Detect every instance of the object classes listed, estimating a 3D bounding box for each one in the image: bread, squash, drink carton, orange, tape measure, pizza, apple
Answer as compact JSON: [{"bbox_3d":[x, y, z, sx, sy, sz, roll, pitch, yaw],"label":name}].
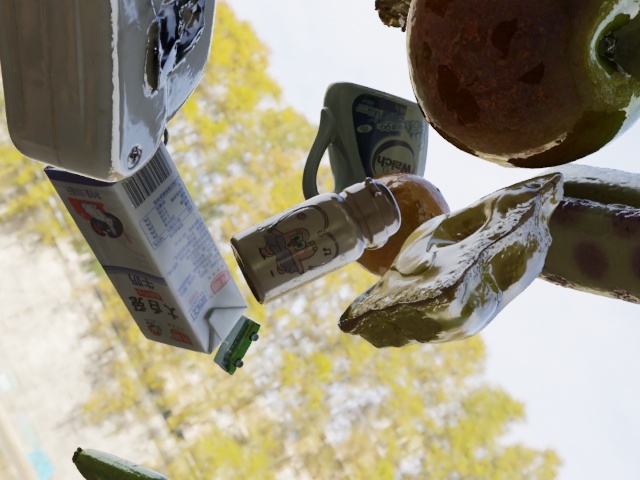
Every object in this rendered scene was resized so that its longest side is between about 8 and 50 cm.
[{"bbox_3d":[0.137,0.023,1.136,0.161,0.233,0.088,-9,-60,53],"label":"bread"},{"bbox_3d":[-0.300,0.363,1.841,0.201,0.066,0.066,20,-39,29],"label":"squash"},{"bbox_3d":[-0.220,0.002,1.585,0.131,0.106,0.315,10,-42,39],"label":"drink carton"},{"bbox_3d":[0.120,-0.023,1.900,0.177,0.178,0.155,58,-6,17],"label":"orange"},{"bbox_3d":[0.405,-0.004,1.598,0.338,0.187,0.155,15,-54,48],"label":"bread"},{"bbox_3d":[-0.171,-0.197,1.012,0.130,0.265,0.258,16,-47,13],"label":"tape measure"},{"bbox_3d":[0.144,-0.412,2.121,0.182,0.062,0.161,25,-13,-17],"label":"pizza"},{"bbox_3d":[0.285,-0.256,1.575,0.339,0.340,0.339,54,-19,28],"label":"apple"}]

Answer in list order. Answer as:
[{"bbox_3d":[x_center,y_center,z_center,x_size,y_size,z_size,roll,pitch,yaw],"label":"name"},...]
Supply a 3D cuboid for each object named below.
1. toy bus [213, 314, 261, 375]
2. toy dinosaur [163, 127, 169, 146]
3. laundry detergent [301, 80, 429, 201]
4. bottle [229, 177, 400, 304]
[{"bbox_3d":[-0.118,0.147,1.713,0.037,0.083,0.031,33,-6,-29],"label":"toy bus"},{"bbox_3d":[-0.392,-0.209,1.996,0.363,0.076,0.147,3,-37,44],"label":"toy dinosaur"},{"bbox_3d":[0.071,-0.114,2.064,0.105,0.215,0.280,8,-96,63],"label":"laundry detergent"},{"bbox_3d":[0.000,0.000,1.519,0.097,0.209,0.110,57,-12,40],"label":"bottle"}]
